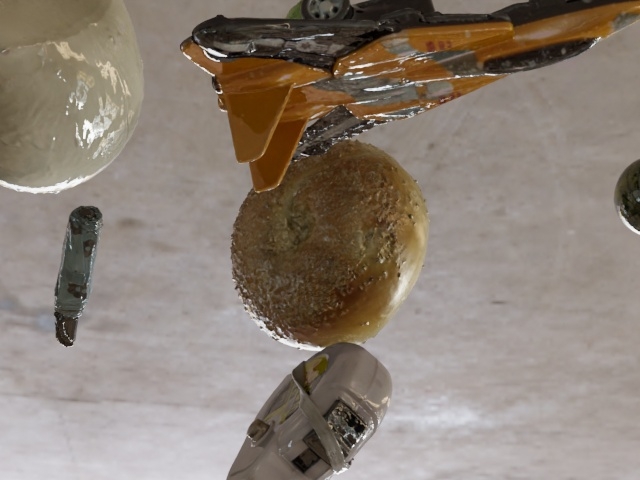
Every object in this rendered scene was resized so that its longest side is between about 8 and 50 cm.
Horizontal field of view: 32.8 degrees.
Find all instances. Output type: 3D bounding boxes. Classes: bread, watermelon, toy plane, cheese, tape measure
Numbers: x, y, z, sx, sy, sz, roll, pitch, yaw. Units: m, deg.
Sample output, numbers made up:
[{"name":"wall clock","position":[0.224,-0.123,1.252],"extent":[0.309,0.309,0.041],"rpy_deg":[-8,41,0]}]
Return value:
[{"name":"bread","position":[0.000,0.000,1.504],"extent":[0.305,0.305,0.159],"rpy_deg":[-10,162,29]},{"name":"watermelon","position":[0.435,-0.062,1.397],"extent":[0.105,0.133,0.105],"rpy_deg":[17,126,26]},{"name":"toy plane","position":[0.075,-0.140,0.770],"extent":[0.316,0.103,0.204],"rpy_deg":[-21,156,3]},{"name":"cheese","position":[-0.240,-0.140,0.948],"extent":[0.154,0.198,0.189],"rpy_deg":[13,121,22]},{"name":"tape measure","position":[-0.004,0.211,1.286],"extent":[0.120,0.236,0.197],"rpy_deg":[43,121,-10]}]

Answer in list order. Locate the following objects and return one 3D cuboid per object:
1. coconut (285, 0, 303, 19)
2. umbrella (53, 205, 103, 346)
[{"name":"coconut","position":[-0.005,-0.242,1.279],"extent":[0.088,0.088,0.096],"rpy_deg":[13,149,-26]},{"name":"umbrella","position":[-0.356,0.053,1.579],"extent":[0.052,0.053,0.250],"rpy_deg":[18,127,-1]}]
